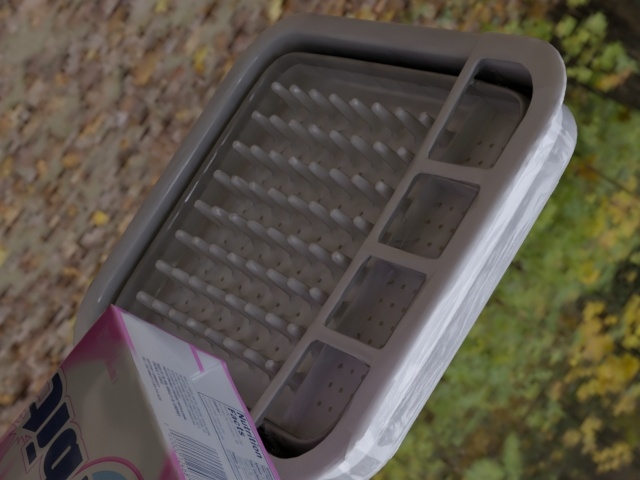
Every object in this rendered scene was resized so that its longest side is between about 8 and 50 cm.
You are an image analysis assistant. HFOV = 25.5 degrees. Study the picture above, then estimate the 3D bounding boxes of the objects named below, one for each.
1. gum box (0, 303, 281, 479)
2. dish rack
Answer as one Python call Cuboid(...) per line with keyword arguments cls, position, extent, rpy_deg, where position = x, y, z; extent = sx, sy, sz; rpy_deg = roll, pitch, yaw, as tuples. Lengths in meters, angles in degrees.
Cuboid(cls="gum box", position=(-0.065, 0.118, 0.501), extent=(0.062, 0.188, 0.107), rpy_deg=(32, 106, -36))
Cuboid(cls="dish rack", position=(0.000, 0.000, 0.866), extent=(0.072, 0.333, 0.285), rpy_deg=(37, 81, -35))
